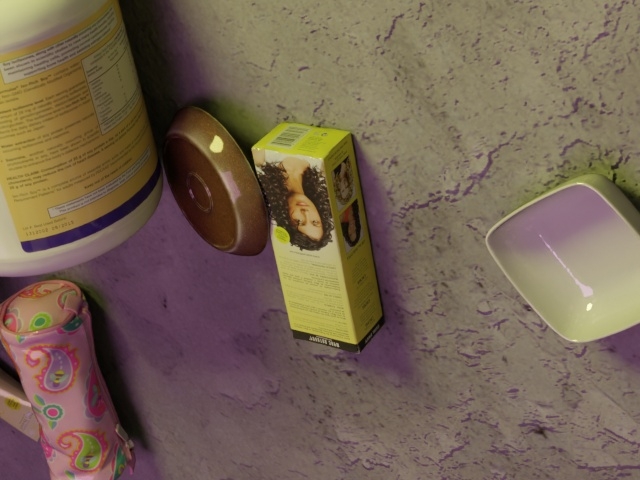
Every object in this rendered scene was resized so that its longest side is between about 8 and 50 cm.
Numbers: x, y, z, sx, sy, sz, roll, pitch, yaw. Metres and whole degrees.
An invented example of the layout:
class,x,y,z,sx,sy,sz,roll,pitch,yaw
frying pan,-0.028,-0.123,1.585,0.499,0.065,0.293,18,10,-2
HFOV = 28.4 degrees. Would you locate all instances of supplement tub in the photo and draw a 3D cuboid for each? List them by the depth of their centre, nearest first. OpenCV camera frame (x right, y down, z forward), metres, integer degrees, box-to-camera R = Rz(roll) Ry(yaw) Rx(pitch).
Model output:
class,x,y,z,sx,sy,sz,roll,pitch,yaw
supplement tub,-0.300,-0.159,1.228,0.241,0.241,0.331,11,128,30

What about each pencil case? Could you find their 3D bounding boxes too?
class,x,y,z,sx,sy,sz,roll,pitch,yaw
pencil case,-0.320,0.191,1.612,0.124,0.124,0.284,10,128,31

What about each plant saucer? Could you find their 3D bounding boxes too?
class,x,y,z,sx,sy,sz,roll,pitch,yaw
plant saucer,-0.114,-0.054,1.284,0.168,0.029,0.168,41,147,35

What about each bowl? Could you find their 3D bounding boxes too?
class,x,y,z,sx,sy,sz,roll,pitch,yaw
bowl,0.232,0.011,1.097,0.142,0.053,0.142,50,136,-6

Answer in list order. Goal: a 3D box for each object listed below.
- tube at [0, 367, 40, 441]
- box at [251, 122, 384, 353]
class,x,y,z,sx,sy,sz,roll,pitch,yaw
tube,-0.483,0.191,1.779,0.240,0.062,0.070,37,178,0
box,0.000,0.000,1.261,0.087,0.058,0.232,10,128,32
